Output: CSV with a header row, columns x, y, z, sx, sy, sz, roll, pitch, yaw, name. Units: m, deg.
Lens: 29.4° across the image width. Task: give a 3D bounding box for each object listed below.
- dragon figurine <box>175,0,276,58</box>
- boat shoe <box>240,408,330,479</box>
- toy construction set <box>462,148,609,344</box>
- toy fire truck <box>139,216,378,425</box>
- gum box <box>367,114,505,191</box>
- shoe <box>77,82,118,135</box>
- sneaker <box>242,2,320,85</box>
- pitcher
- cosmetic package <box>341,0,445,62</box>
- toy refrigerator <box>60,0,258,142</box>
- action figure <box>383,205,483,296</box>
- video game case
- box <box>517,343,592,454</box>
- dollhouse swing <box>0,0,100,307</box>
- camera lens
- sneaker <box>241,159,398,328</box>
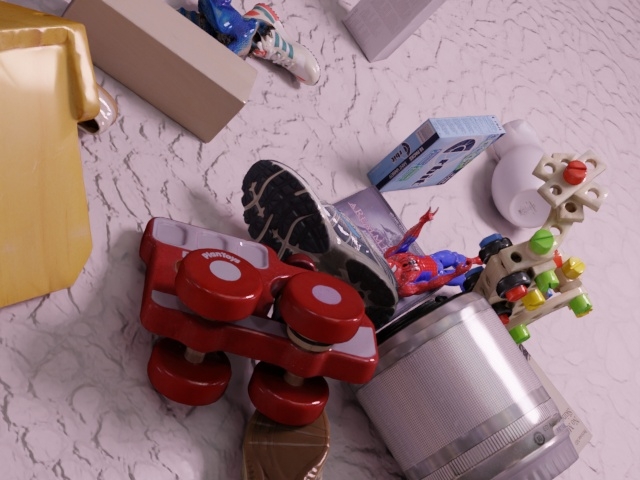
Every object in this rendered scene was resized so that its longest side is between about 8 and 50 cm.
x,y,z,sx,sy,sz,roll,pitch,yaw,name
-0.167,-0.340,1.854,0.144,0.085,0.289,-21,76,-51,dragon figurine
-0.053,0.298,1.446,0.104,0.089,0.285,14,41,-2,boat shoe
0.312,0.028,1.711,0.215,0.328,0.151,-18,53,-15,toy construction set
-0.078,0.075,1.508,0.302,0.169,0.254,14,31,-12,toy fire truck
0.189,-0.142,1.978,0.184,0.157,0.041,-9,65,-47,gum box
-0.355,-0.217,1.575,0.219,0.076,0.058,40,34,-14,shoe
-0.073,-0.301,1.949,0.161,0.057,0.075,50,55,-2,sneaker
0.378,-0.095,2.168,0.178,0.125,0.207,49,24,-26,pitcher
0.148,-0.420,2.104,0.060,0.239,0.099,-23,77,-50,cosmetic package
-0.229,-0.267,1.719,0.269,0.102,0.094,34,40,-18,toy refrigerator
0.200,0.024,1.835,0.280,0.139,0.091,-1,59,-42,action figure
0.060,0.033,1.813,0.196,0.026,0.274,55,39,7,video game case
0.271,0.222,1.803,0.275,0.094,0.113,52,36,4,box
-0.463,-0.106,1.391,0.315,0.305,0.346,20,24,33,dollhouse swing
0.184,0.221,1.616,0.219,0.219,0.274,-19,73,-50,camera lens
0.000,0.000,1.703,0.283,0.110,0.122,49,20,-4,sneaker
